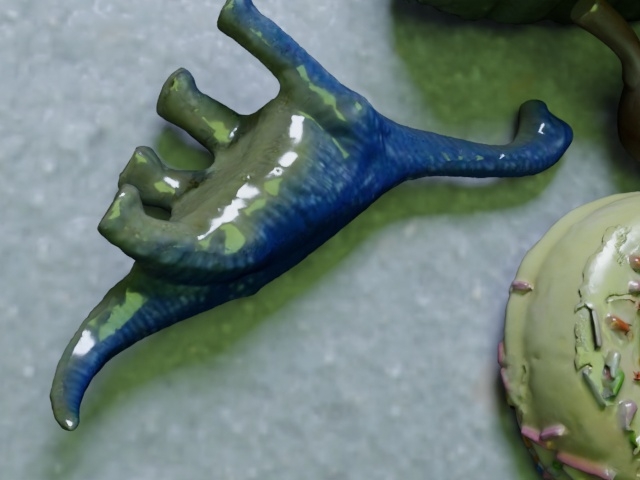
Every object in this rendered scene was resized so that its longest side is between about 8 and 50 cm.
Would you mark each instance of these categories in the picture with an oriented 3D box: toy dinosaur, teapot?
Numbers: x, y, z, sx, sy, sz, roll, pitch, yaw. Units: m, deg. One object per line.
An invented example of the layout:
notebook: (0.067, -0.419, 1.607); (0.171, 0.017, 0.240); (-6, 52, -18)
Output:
toy dinosaur: (0.000, 0.000, 0.439); (0.188, 0.075, 0.248); (30, 68, -12)
teapot: (0.166, -0.085, 0.482); (0.110, 0.080, 0.085); (22, 35, -10)

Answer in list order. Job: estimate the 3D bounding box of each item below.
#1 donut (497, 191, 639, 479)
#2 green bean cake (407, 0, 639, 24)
donut: (0.169, 0.054, 0.459); (0.174, 0.068, 0.175); (2, 77, -11)
green bean cake: (0.124, -0.229, 0.484); (0.222, 0.125, 0.227); (-6, 75, -13)
